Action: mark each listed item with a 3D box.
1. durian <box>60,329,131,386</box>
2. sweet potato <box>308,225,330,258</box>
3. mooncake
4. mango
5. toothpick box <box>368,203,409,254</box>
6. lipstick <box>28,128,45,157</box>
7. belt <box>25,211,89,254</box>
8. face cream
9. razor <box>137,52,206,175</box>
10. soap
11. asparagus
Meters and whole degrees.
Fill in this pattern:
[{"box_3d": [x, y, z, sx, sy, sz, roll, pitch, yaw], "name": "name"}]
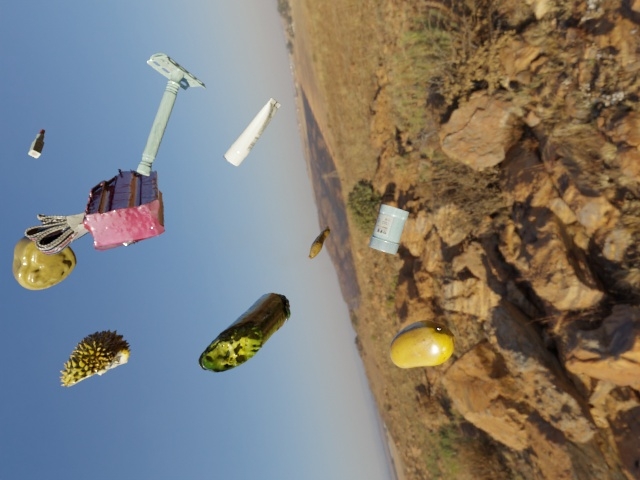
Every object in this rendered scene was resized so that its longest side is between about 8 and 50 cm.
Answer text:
[{"box_3d": [-0.702, 0.357, 1.394, 0.250, 0.183, 0.137, -179, 78, -84], "name": "durian"}, {"box_3d": [0.000, 0.000, 1.021, 0.115, 0.026, 0.026, -57, -34, -41], "name": "sweet potato"}, {"box_3d": [-1.129, 0.086, 1.858, 0.117, 0.235, 0.234, 24, 144, 35], "name": "mooncake"}, {"box_3d": [0.163, 0.172, 0.731, 0.080, 0.114, 0.060, 41, -140, -11], "name": "mango"}, {"box_3d": [0.236, -0.038, 1.557, 0.101, 0.101, 0.153, -88, 15, -86], "name": "toothpick box"}, {"box_3d": [-0.989, -0.348, 1.583, 0.030, 0.030, 0.129, 32, -142, -42], "name": "lipstick"}, {"box_3d": [-0.800, -0.065, 1.543, 0.126, 0.360, 0.094, 63, 162, 10], "name": "belt"}, {"box_3d": [-0.213, -0.342, 1.422, 0.058, 0.243, 0.092, 41, -169, 5], "name": "face cream"}, {"box_3d": [-0.313, -0.240, 0.898, 0.106, 0.068, 0.231, 26, -104, -55], "name": "razor"}, {"box_3d": [-0.455, -0.091, 1.070, 0.250, 0.162, 0.099, -120, 16, -55], "name": "soap"}, {"box_3d": [-0.199, 0.260, 1.290, 0.382, 0.129, 0.108, -39, -45, -68], "name": "asparagus"}]
